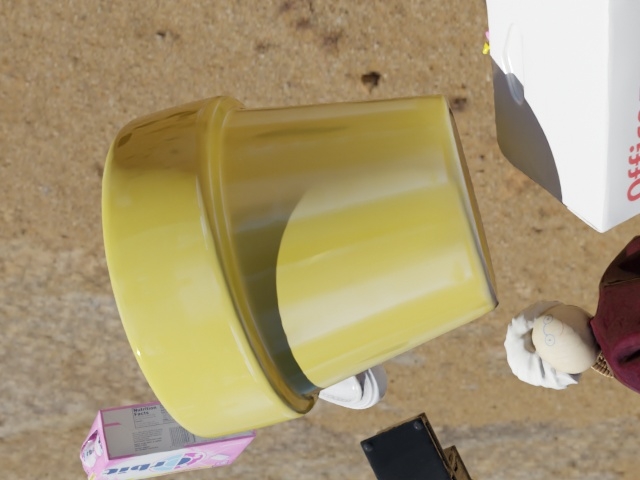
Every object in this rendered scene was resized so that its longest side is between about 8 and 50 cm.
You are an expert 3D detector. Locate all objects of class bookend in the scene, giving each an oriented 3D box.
[{"bbox_3d":[0.121,0.253,1.014,0.072,0.156,0.157,-26,180,14],"label":"bookend"}]

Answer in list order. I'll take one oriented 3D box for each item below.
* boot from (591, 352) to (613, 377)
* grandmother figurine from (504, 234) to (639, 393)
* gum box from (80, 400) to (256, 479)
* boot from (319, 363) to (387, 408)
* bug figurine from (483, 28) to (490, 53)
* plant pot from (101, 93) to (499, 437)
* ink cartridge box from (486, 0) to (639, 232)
[{"bbox_3d":[0.479,0.190,1.522,0.157,0.059,0.084,10,-178,-27],"label":"boot"},{"bbox_3d":[0.327,0.061,0.860,0.342,0.208,0.104,-23,128,35],"label":"grandmother figurine"},{"bbox_3d":[-0.184,0.236,1.101,0.188,0.062,0.107,-3,151,-26],"label":"gum box"},{"bbox_3d":[-0.063,0.127,1.002,0.258,0.123,0.095,24,122,28],"label":"boot"},{"bbox_3d":[0.423,-0.436,1.761,0.216,0.072,0.279,5,111,-9],"label":"bug figurine"},{"bbox_3d":[0.000,0.000,0.702,0.238,0.254,0.254,-14,144,11],"label":"plant pot"},{"bbox_3d":[0.263,-0.160,0.619,0.283,0.117,0.207,-27,134,-12],"label":"ink cartridge box"}]
